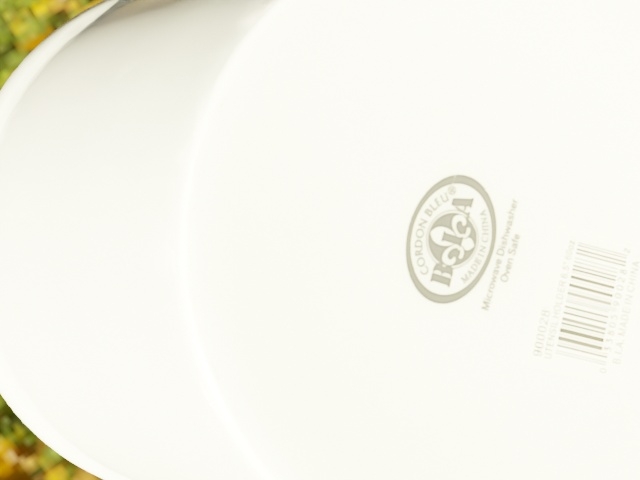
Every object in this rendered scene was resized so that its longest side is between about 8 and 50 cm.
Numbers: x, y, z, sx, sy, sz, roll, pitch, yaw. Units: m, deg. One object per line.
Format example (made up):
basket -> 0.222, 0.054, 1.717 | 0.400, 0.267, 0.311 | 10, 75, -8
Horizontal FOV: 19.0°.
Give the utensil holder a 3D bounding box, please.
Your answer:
utensil holder -> 0.000, 0.000, 1.041 | 0.327, 0.328, 0.385 | -40, 14, -17
